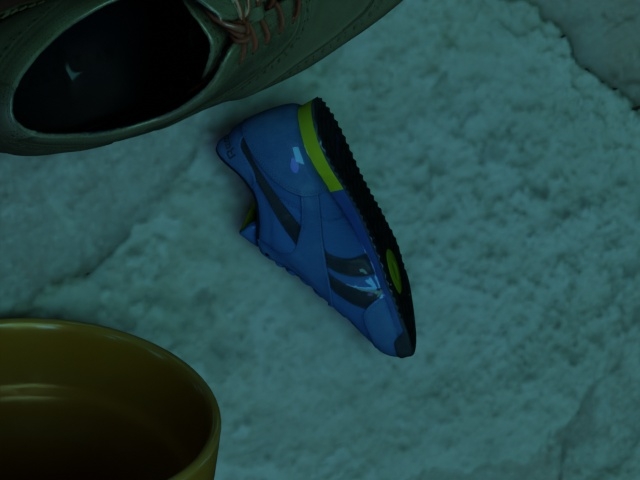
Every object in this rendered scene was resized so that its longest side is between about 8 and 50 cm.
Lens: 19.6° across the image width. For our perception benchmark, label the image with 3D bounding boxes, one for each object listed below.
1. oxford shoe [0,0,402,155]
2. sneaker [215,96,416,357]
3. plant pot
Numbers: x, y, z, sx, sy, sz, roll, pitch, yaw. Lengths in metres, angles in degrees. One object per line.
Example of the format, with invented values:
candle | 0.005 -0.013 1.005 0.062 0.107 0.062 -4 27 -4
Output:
oxford shoe | -0.053 -0.130 1.117 0.348 0.130 0.123 -28 113 -18
sneaker | 0.000 0.000 1.222 0.082 0.069 0.209 -19 124 14
plant pot | -0.170 0.177 1.108 0.205 0.205 0.188 -5 119 -25
